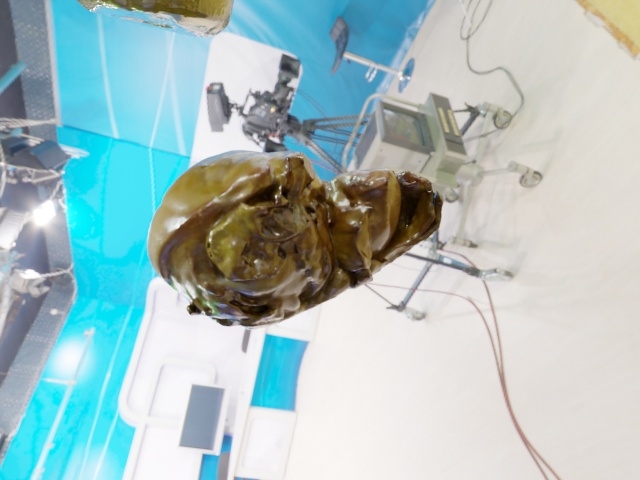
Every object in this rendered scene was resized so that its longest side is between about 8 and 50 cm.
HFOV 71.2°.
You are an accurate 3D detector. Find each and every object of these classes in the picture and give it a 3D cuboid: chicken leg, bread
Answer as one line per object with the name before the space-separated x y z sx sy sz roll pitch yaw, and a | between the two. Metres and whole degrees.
chicken leg | 0.000 0.000 0.554 0.409 0.295 0.181 40 -145 -76
bread | -0.142 -0.242 0.412 0.125 0.156 0.086 23 111 35
